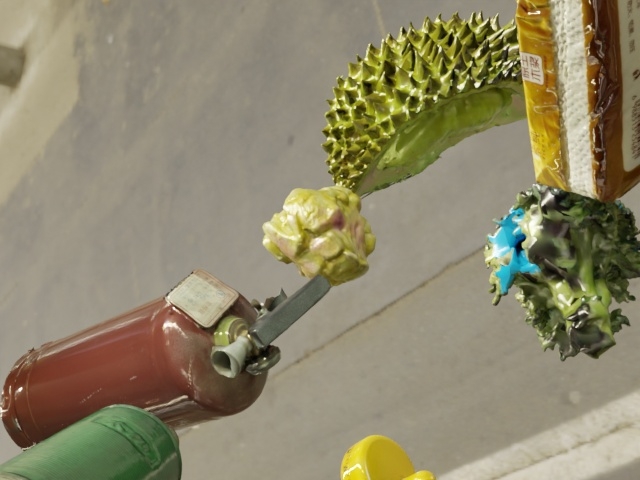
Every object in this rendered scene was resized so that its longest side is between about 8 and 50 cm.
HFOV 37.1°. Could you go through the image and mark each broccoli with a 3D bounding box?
[{"bbox_3d":[0.220,0.032,0.837,0.167,0.154,0.160,-56,16,32],"label":"broccoli"}]

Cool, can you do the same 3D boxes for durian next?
[{"bbox_3d":[0.150,-0.177,1.187,0.158,0.351,0.169,49,158,43],"label":"durian"}]

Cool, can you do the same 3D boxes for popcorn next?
[{"bbox_3d":[0.000,-0.001,0.883,0.089,0.109,0.097,-32,61,21],"label":"popcorn"}]

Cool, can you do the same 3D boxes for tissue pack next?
[{"bbox_3d":[0.235,-0.167,0.715,0.092,0.183,0.226,25,144,44],"label":"tissue pack"}]

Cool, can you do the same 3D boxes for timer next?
[{"bbox_3d":[0.082,0.294,1.190,0.109,0.107,0.107,-38,54,35],"label":"timer"}]

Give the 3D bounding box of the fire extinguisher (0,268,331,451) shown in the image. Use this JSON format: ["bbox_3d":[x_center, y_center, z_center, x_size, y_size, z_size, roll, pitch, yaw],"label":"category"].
[{"bbox_3d":[-0.114,0.087,0.675,0.269,0.104,0.105,-24,64,39],"label":"fire extinguisher"}]

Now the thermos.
[{"bbox_3d":[-0.125,0.139,0.501,0.073,0.187,0.083,-2,94,15],"label":"thermos"}]
